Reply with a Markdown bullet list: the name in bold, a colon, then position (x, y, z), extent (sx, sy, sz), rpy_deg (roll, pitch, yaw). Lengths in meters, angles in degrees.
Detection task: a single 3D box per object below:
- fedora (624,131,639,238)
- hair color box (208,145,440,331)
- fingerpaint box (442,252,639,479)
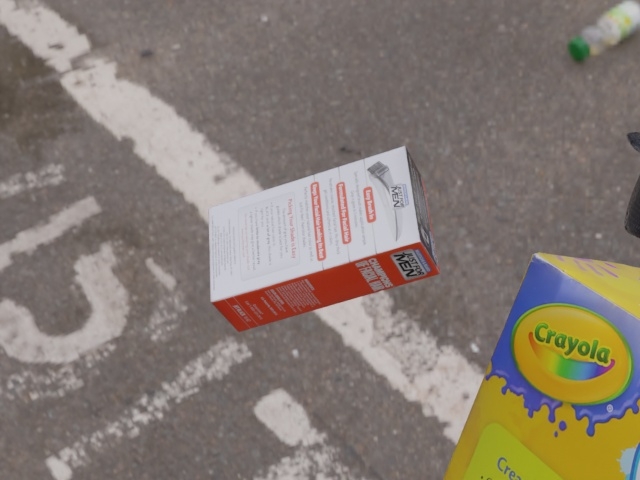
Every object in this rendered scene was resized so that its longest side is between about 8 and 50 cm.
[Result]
- **fedora**: position (0.590, -0.041, 1.734), extent (0.334, 0.334, 0.152), rpy_deg (47, 112, 41)
- **hair color box**: position (0.000, 0.000, 0.828), extent (0.167, 0.053, 0.093), rpy_deg (-17, 52, 16)
- **fingerpaint box**: position (0.264, 0.267, 0.691), extent (0.163, 0.371, 0.445), rpy_deg (8, 18, -34)
